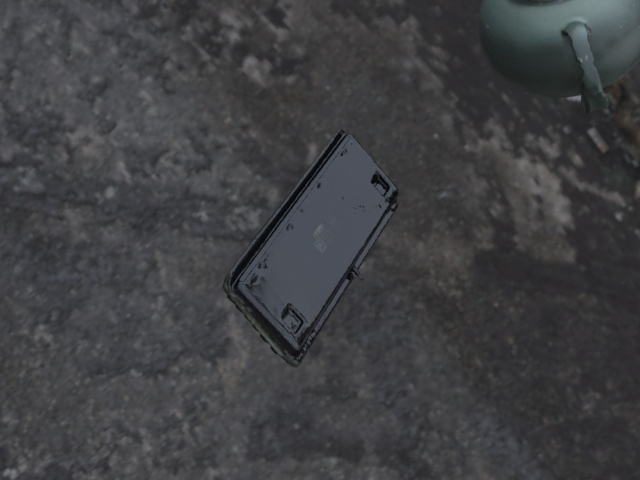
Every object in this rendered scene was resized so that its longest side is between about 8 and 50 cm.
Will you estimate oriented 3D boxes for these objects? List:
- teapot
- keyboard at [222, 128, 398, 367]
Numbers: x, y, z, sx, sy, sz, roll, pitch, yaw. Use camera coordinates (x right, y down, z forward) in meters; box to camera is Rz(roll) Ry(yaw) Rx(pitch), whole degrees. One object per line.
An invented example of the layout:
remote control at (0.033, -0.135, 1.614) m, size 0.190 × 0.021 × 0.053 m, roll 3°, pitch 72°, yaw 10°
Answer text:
teapot at (0.265, -0.249, 1.224) m, size 0.294 × 0.193 × 0.129 m, roll -95°, pitch 164°, yaw -46°
keyboard at (0.000, 0.000, 0.896) m, size 0.093 × 0.025 × 0.230 m, roll 50°, pitch 41°, yaw -13°
